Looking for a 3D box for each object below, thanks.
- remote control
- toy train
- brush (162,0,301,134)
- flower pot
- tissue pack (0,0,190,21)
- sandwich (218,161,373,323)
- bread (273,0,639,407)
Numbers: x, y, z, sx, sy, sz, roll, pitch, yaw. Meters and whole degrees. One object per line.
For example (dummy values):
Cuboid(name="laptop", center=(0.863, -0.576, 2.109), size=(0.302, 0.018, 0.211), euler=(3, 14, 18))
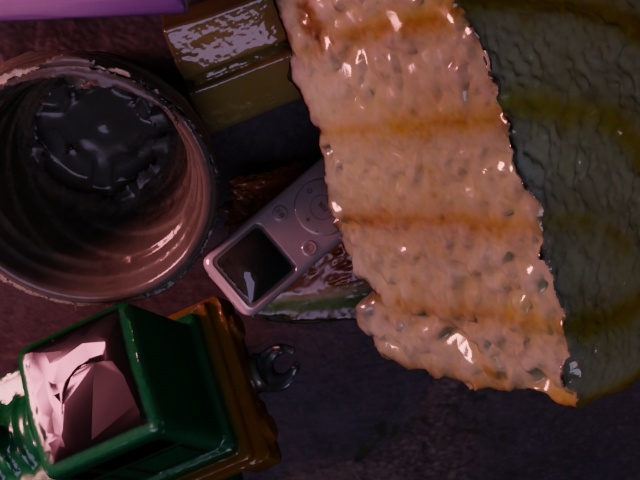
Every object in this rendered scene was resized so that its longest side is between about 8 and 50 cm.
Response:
Cuboid(name="remote control", center=(0.014, -0.040, 1.023), size=(0.261, 0.029, 0.067), euler=(-41, 92, -13))
Cuboid(name="toy train", center=(-0.225, 0.185, 1.091), size=(0.429, 0.178, 0.249), euler=(-25, 158, 12))
Cuboid(name="brush", center=(-0.009, -0.180, 1.010), size=(0.233, 0.047, 0.103), euler=(-20, 121, 3))
Cuboid(name="flower pot", center=(-0.197, -0.071, 1.016), size=(0.236, 0.140, 0.235), euler=(-1, 121, -2))
Cuboid(name="tissue pack", center=(-0.269, -0.288, 0.865), size=(0.338, 0.160, 0.242), euler=(-2, 121, 1))
Cuboid(name="sandwich", center=(0.009, 0.000, 1.096), size=(0.185, 0.109, 0.160), euler=(-10, 102, 7))
Cuboid(name="bread", center=(0.155, -0.096, 0.931), size=(0.264, 0.239, 0.395), euler=(-27, 110, -30))
